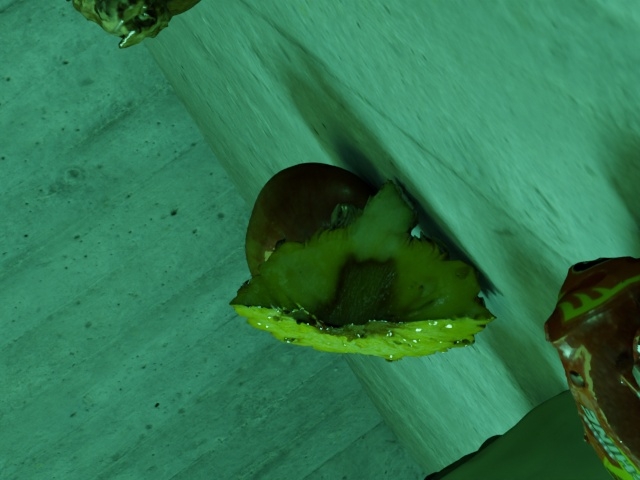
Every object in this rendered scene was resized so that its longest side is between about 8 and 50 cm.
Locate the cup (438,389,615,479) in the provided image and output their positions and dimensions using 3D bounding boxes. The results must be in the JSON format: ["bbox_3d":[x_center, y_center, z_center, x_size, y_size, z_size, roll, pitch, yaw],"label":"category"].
[{"bbox_3d":[0.208,0.261,0.816,0.255,0.202,0.173,54,174,13],"label":"cup"}]

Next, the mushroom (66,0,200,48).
[{"bbox_3d":[-0.177,-0.309,0.903,0.278,0.163,0.297,62,175,6],"label":"mushroom"}]

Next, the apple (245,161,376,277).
[{"bbox_3d":[0.000,0.000,1.184,0.199,0.199,0.199,54,174,8],"label":"apple"}]

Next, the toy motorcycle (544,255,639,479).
[{"bbox_3d":[0.195,0.101,0.575,0.171,0.089,0.298,52,174,35],"label":"toy motorcycle"}]

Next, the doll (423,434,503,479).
[{"bbox_3d":[0.256,0.339,1.026,0.378,0.252,0.382,13,164,32],"label":"doll"}]

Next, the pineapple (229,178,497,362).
[{"bbox_3d":[0.047,0.036,1.057,0.140,0.250,0.164,68,-161,-60],"label":"pineapple"}]
